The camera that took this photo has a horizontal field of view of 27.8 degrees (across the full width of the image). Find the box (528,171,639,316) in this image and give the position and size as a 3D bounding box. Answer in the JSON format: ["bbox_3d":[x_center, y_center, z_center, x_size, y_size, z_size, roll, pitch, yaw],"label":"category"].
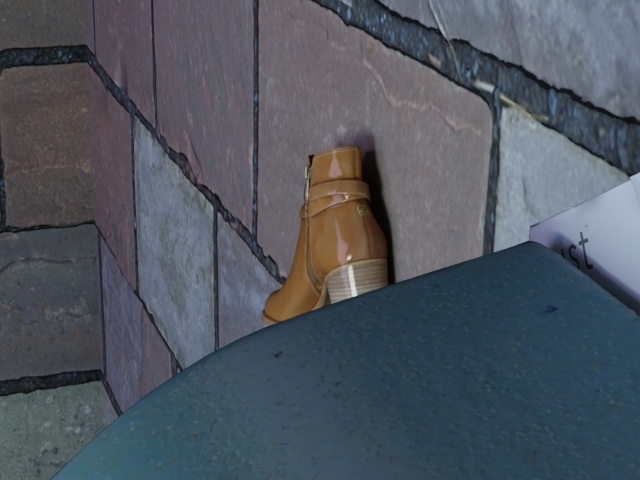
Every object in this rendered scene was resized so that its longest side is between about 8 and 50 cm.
[{"bbox_3d":[0.204,0.070,0.490,0.262,0.126,0.231,143,119,-68],"label":"box"}]

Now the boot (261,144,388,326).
[{"bbox_3d":[0.000,0.000,1.142,0.197,0.073,0.152,-12,86,59],"label":"boot"}]

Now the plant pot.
[{"bbox_3d":[0.022,0.173,0.482,0.248,0.252,0.247,-134,38,-59],"label":"plant pot"}]
